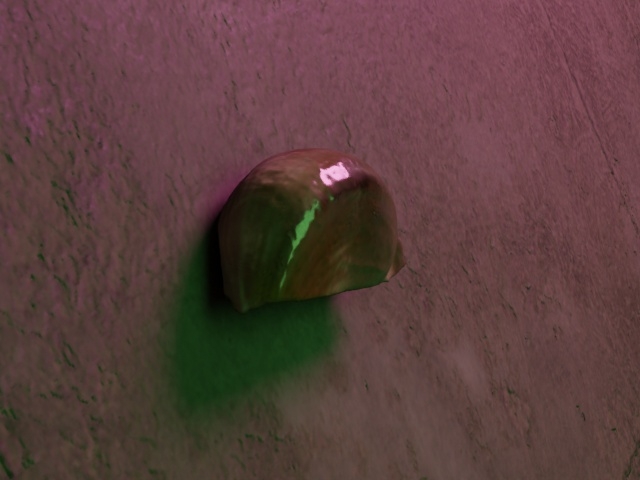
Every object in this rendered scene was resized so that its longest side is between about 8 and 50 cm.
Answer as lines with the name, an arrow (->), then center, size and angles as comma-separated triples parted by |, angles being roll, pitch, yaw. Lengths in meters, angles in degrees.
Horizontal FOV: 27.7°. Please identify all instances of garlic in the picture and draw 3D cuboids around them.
garlic -> -0.005, -0.013, 0.893 | 0.195, 0.087, 0.101 | -12, 98, -61
